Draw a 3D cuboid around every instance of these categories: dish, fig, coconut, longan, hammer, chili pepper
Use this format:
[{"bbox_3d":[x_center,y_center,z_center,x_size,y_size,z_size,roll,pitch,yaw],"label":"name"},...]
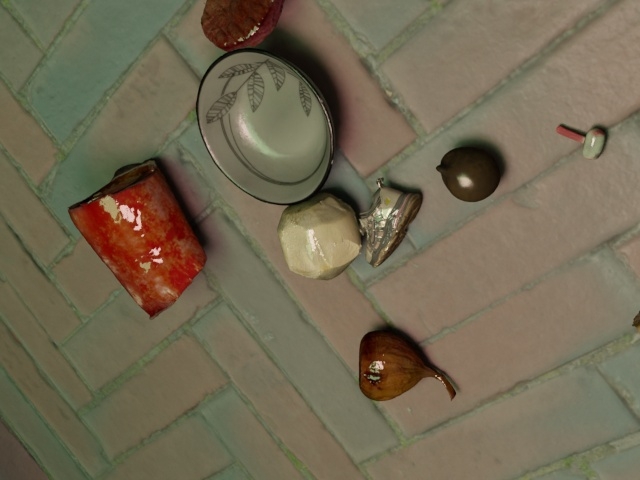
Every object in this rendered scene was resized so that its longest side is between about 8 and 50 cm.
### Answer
[{"bbox_3d":[-0.083,-0.225,1.871,0.316,0.106,0.316,17,126,26],"label":"dish"},{"bbox_3d":[0.171,0.252,1.956,0.201,0.134,0.146,4,148,11],"label":"fig"},{"bbox_3d":[0.003,-0.001,1.899,0.161,0.161,0.162,-12,108,39],"label":"coconut"},{"bbox_3d":[0.252,-0.115,1.689,0.113,0.113,0.092,32,125,17],"label":"longan"},{"bbox_3d":[0.418,-0.165,1.596,0.083,0.031,0.052,28,124,28],"label":"hammer"},{"bbox_3d":[-0.371,-0.010,2.143,0.251,0.229,0.305,-24,109,38],"label":"chili pepper"}]

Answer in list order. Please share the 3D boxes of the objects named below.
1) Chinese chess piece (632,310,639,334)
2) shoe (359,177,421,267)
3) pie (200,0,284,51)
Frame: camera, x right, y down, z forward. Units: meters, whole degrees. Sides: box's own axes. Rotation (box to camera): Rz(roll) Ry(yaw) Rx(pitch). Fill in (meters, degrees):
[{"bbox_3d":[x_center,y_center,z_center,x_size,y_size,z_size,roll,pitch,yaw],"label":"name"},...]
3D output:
[{"bbox_3d":[0.577,0.059,1.441,0.112,0.270,0.270,41,131,13],"label":"Chinese chess piece"},{"bbox_3d":[0.113,-0.032,1.845,0.092,0.089,0.180,36,127,14],"label":"shoe"},{"bbox_3d":[-0.139,-0.423,1.775,0.182,0.049,0.182,-14,65,32],"label":"pie"}]
